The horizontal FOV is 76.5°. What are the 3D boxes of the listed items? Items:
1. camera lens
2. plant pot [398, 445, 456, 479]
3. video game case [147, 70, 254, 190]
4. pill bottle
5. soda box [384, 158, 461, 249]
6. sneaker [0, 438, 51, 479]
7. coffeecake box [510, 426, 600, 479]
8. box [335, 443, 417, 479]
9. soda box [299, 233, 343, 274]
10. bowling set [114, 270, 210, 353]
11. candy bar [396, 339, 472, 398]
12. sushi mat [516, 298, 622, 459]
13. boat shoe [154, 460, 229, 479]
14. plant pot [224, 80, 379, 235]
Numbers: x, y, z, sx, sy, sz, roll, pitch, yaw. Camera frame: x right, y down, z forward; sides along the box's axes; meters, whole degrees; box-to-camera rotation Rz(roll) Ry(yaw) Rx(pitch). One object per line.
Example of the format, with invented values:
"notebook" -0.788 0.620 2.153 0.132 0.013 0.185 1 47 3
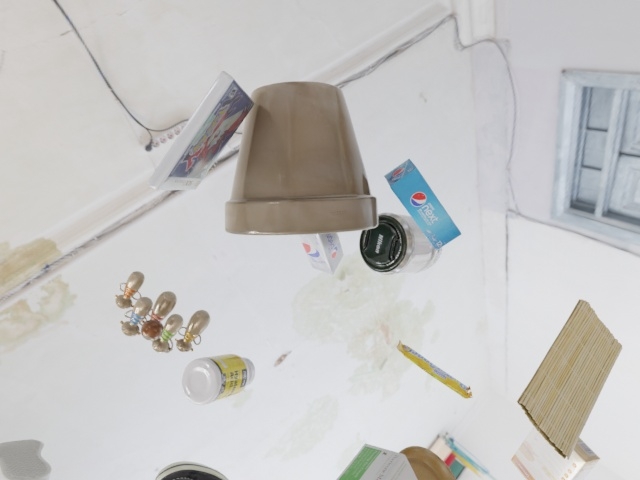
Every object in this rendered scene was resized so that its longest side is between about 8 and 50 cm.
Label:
"camera lens" 0.293 0.015 1.485 0.274 0.219 0.219 3 -70 -46
"plant pot" 0.212 0.552 0.828 0.236 0.236 0.032 0 -33 -41
"video game case" -0.189 -0.169 0.676 0.023 0.183 0.201 36 -83 -4
"pill bottle" -0.149 0.207 0.620 0.065 0.065 0.116 -61 -23 2
"soda box" 0.236 -0.080 0.932 0.071 0.067 0.210 -35 -63 15
"sneaker" -0.801 0.632 1.056 0.135 0.366 0.150 15 -104 -36
"coffeecake box" 0.633 0.598 1.108 0.068 0.142 0.185 6 -64 -26
"box" 0.084 0.376 0.586 0.101 0.087 0.102 -32 -80 -39
"soda box" 0.000 0.000 1.393 0.098 0.091 0.286 -60 -27 -25
"bowling set" -0.473 0.235 1.123 0.287 0.200 0.154 34 -74 -5
"candy bar" 0.212 0.242 0.763 0.018 0.161 0.040 -59 -10 14
"sushi mat" 0.541 0.284 0.865 0.316 0.019 0.151 -42 -87 -26
"boat shoe" -0.321 0.879 1.248 0.187 0.156 0.500 -33 -75 -2
"plant pot" -0.043 -0.161 0.840 0.323 0.323 0.280 -8 -81 -39
